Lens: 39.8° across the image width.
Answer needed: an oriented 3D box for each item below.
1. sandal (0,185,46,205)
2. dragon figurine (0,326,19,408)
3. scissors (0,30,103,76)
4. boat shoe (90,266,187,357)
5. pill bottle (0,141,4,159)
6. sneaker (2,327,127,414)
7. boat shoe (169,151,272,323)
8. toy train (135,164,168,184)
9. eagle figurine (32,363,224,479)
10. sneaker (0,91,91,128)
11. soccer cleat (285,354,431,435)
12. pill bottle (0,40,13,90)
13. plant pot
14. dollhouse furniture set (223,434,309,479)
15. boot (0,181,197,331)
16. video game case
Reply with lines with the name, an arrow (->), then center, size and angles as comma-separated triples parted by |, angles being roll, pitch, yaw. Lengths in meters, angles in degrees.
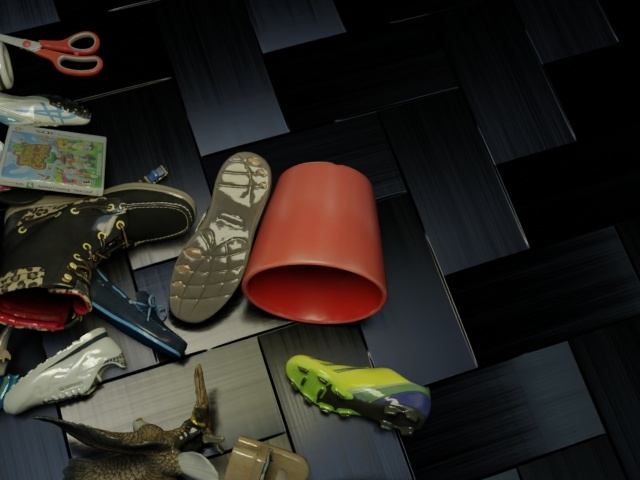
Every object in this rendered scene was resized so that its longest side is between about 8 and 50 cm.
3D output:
sandal -> -0.615, -0.109, 1.683 | 0.179, 0.040, 0.067 | 11, 43, -10
dragon figurine -> -0.617, 0.259, 1.643 | 0.085, 0.144, 0.289 | 19, 51, 4
scissors -> -0.617, -0.410, 1.906 | 0.297, 0.021, 0.108 | 3, 73, -5
boat shoe -> -0.359, 0.130, 1.700 | 0.258, 0.109, 0.089 | 33, 68, 4
pill bottle -> -0.694, -0.121, 1.756 | 0.108, 0.108, 0.180 | 38, 72, 8
sneaker -> -0.481, 0.263, 1.658 | 0.235, 0.090, 0.094 | -35, 87, -13
boat shoe -> -0.187, -0.001, 1.747 | 0.132, 0.130, 0.355 | 26, 91, 0
toy train -> -0.378, -0.105, 1.813 | 0.158, 0.036, 0.027 | -37, 78, -15
eagle figurine -> -0.332, 0.376, 1.577 | 0.298, 0.225, 0.226 | -16, 79, -19
sneaker -> -0.598, -0.261, 1.836 | 0.237, 0.085, 0.086 | 5, 111, -11
soccer cleat -> 0.075, 0.281, 1.708 | 0.289, 0.093, 0.121 | 20, 40, 7
pill bottle -> -0.741, -0.352, 1.833 | 0.184, 0.103, 0.103 | -10, 72, -8
plant pot -> 0.000, 0.000, 1.706 | 0.275, 0.275, 0.243 | 8, 61, -2
dollhouse furniture set -> -0.094, 0.585, 1.447 | 0.257, 0.362, 0.394 | 18, 96, 1
boot -> -0.426, 0.026, 1.649 | 0.378, 0.138, 0.284 | -2, 40, -2
video game case -> -0.520, -0.159, 1.728 | 0.194, 0.023, 0.212 | 6, 33, -16
